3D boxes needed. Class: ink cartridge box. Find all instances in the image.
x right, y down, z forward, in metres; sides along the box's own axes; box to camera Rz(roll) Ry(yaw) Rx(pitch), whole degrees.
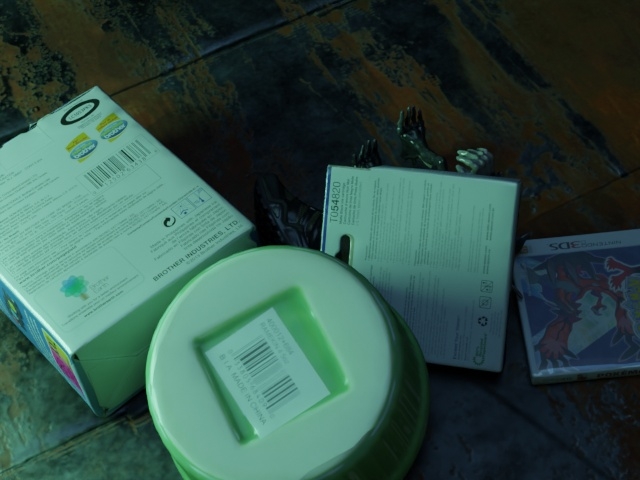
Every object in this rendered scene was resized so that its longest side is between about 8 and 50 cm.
[{"bbox_3d":[0.111,0.028,1.560,0.223,0.223,0.045,7,8,12],"label":"ink cartridge box"},{"bbox_3d":[-0.290,-0.014,1.660,0.270,0.151,0.395,-36,58,-21],"label":"ink cartridge box"}]

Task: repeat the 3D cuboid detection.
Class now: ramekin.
[{"bbox_3d":[-0.039,0.153,1.448,0.303,0.148,0.303,-3,69,9],"label":"ramekin"}]

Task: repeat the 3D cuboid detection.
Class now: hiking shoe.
[{"bbox_3d":[0.000,0.000,1.671,0.114,0.086,0.227,-22,62,-20],"label":"hiking shoe"}]

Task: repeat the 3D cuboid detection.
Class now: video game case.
[{"bbox_3d":[0.325,0.074,1.604,0.183,0.023,0.201,-6,51,2],"label":"video game case"}]

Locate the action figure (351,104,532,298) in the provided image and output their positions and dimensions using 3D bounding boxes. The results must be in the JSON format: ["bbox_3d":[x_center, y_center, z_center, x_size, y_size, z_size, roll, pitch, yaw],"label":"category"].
[{"bbox_3d":[0.142,-0.037,1.638,0.164,0.141,0.276,-33,54,-5],"label":"action figure"}]
